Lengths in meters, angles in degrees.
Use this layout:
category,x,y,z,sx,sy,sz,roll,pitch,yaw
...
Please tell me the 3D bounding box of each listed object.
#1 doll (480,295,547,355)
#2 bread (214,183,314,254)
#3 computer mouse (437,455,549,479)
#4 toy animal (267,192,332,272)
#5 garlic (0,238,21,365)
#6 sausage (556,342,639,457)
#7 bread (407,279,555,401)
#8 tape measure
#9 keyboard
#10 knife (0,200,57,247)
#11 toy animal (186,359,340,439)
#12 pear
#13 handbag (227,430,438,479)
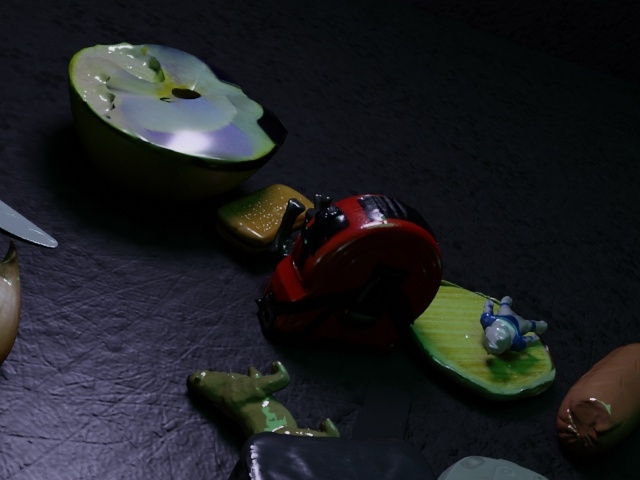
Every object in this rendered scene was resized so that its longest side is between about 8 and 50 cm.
category,x,y,z,sx,sy,sz,roll,pitch,yaw
doll,0.313,0.150,1.525,0.114,0.057,0.227,41,22,16
bread,-0.094,-0.034,1.571,0.116,0.077,0.200,38,34,18
computer mouse,0.218,0.384,1.139,0.197,0.095,0.331,19,18,16
toy animal,-0.003,-0.002,1.512,0.245,0.146,0.114,-2,28,-43
garlic,-0.437,0.103,1.083,0.115,0.128,0.207,-15,21,18
sausage,0.491,0.263,1.498,0.121,0.121,0.304,39,33,22
bread,0.264,0.170,1.551,0.301,0.045,0.301,20,28,-12
tape measure,0.061,0.052,1.392,0.253,0.260,0.114,14,29,-29
keyboard,0.087,0.270,1.297,0.074,0.015,0.196,23,30,3
knife,-0.503,-0.055,1.361,0.244,0.032,0.058,37,30,12
toy animal,-0.080,0.226,1.185,0.101,0.103,0.219,-30,62,-27
pear,-0.276,-0.185,1.583,0.398,0.165,0.399,18,31,-11
handbag,0.000,0.319,0.991,0.254,0.181,0.181,8,31,-27
